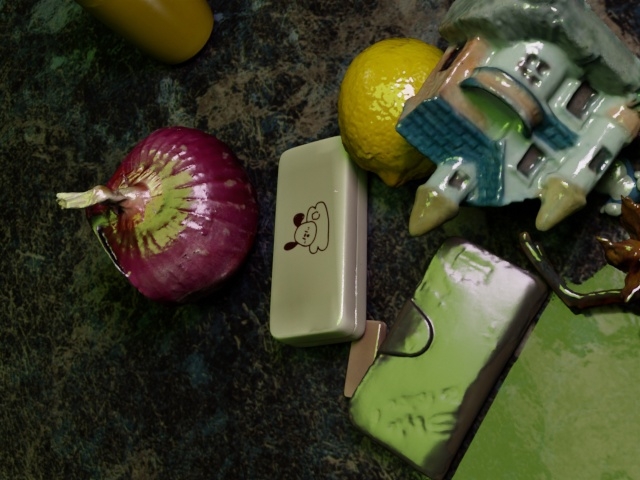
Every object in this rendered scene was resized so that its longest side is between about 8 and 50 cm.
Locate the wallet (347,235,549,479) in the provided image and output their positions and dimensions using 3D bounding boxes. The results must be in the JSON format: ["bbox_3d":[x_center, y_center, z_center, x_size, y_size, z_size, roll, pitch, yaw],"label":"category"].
[{"bbox_3d":[0.168,0.154,1.156,0.165,0.042,0.310,30,88,18],"label":"wallet"}]

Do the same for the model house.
[{"bbox_3d":[0.227,-0.130,1.073,0.325,0.267,0.194,-53,16,-5],"label":"model house"}]

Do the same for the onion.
[{"bbox_3d":[-0.210,-0.045,1.330,0.230,0.272,0.256,-38,95,5],"label":"onion"}]

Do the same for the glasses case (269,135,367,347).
[{"bbox_3d":[0.000,0.000,1.279,0.131,0.070,0.313,-11,64,30],"label":"glasses case"}]

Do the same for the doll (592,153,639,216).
[{"bbox_3d":[0.393,-0.075,1.134,0.076,0.050,0.083,-49,58,24],"label":"doll"}]

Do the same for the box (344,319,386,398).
[{"bbox_3d":[0.065,0.172,1.225,0.048,0.025,0.115,-1,71,32],"label":"box"}]

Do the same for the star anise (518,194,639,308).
[{"bbox_3d":[0.409,0.024,1.043,0.346,0.148,0.237,5,52,31],"label":"star anise"}]

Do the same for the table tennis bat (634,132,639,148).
[{"bbox_3d":[0.462,-0.168,1.154,0.095,0.014,0.158,-37,62,13],"label":"table tennis bat"}]

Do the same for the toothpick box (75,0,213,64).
[{"bbox_3d":[-0.312,-0.432,1.496,0.174,0.271,0.175,-13,61,25],"label":"toothpick box"}]

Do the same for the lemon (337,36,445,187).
[{"bbox_3d":[0.119,-0.190,1.230,0.192,0.192,0.231,0,76,27],"label":"lemon"}]
